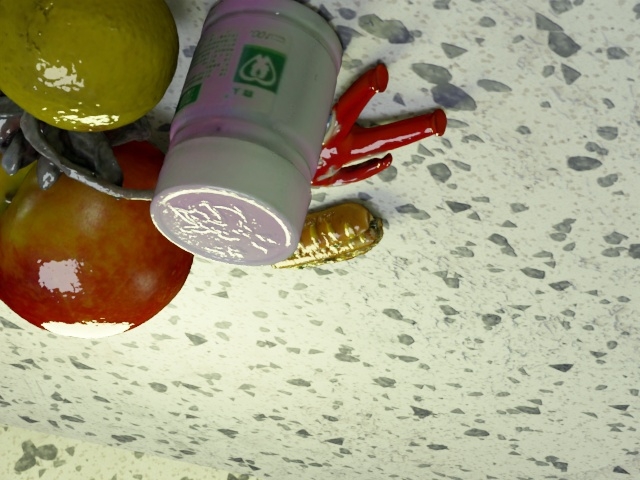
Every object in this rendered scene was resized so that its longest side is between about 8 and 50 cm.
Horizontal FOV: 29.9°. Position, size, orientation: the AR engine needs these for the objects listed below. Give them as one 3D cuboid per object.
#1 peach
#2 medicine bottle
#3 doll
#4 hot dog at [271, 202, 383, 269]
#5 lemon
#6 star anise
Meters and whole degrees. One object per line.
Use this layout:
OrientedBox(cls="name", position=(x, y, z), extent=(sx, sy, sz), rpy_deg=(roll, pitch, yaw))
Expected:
OrientedBox(cls="peach", position=(-0.377, -0.012, 1.988), extent=(0.388, 0.388, 0.388), rpy_deg=(10, 151, 6))
OrientedBox(cls="medicine bottle", position=(-0.097, -0.152, 1.648), extent=(0.212, 0.326, 0.212), rpy_deg=(10, 152, 5))
OrientedBox(cls="doll", position=(0.009, -0.143, 1.867), extent=(0.188, 0.099, 0.384), rpy_deg=(31, 143, -28))
OrientedBox(cls="hot dog", position=(0.000, 0.000, 2.136), extent=(0.115, 0.072, 0.269), rpy_deg=(27, 148, -37))
OrientedBox(cls="lemon", position=(-0.324, -0.270, 1.618), extent=(0.267, 0.267, 0.267), rpy_deg=(10, 151, 6))
OrientedBox(cls="star anise", position=(-0.364, -0.182, 1.773), extent=(0.359, 0.316, 0.139), rpy_deg=(-7, 150, -16))
